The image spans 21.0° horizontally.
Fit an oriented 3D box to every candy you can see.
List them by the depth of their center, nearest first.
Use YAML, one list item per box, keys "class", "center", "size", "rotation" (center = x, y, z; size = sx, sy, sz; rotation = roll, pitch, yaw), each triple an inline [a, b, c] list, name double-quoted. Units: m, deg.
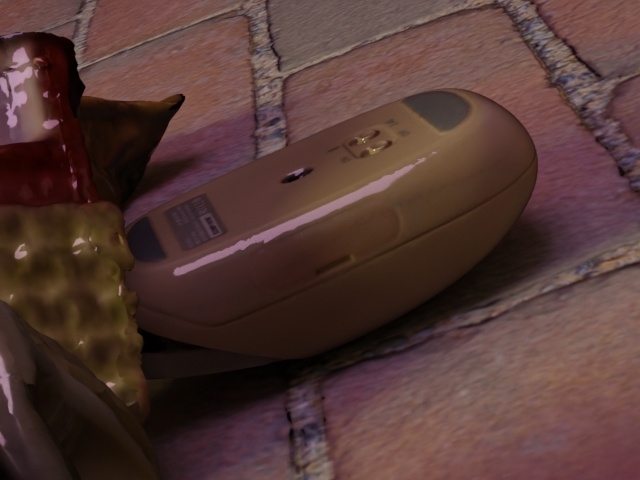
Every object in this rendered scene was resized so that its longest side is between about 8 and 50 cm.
- class: "candy"
  center: [-0.192, -0.037, 1.161]
  size: [0.143, 0.101, 0.271]
  rotation: [-17, 14, 28]

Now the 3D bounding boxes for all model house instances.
- class: "model house"
  center: [-0.191, 0.036, 0.800]
  size: [0.196, 0.160, 0.254]
  rotation: [-1, 44, -20]

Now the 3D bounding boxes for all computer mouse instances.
- class: "computer mouse"
  center: [0.000, 0.000, 0.881]
  size: [0.237, 0.082, 0.145]
  rotation: [-26, 21, -7]

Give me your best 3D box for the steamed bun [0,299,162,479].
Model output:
- class: "steamed bun"
  center: [-0.137, 0.125, 0.475]
  size: [0.206, 0.275, 0.320]
  rotation: [-4, 60, 14]
